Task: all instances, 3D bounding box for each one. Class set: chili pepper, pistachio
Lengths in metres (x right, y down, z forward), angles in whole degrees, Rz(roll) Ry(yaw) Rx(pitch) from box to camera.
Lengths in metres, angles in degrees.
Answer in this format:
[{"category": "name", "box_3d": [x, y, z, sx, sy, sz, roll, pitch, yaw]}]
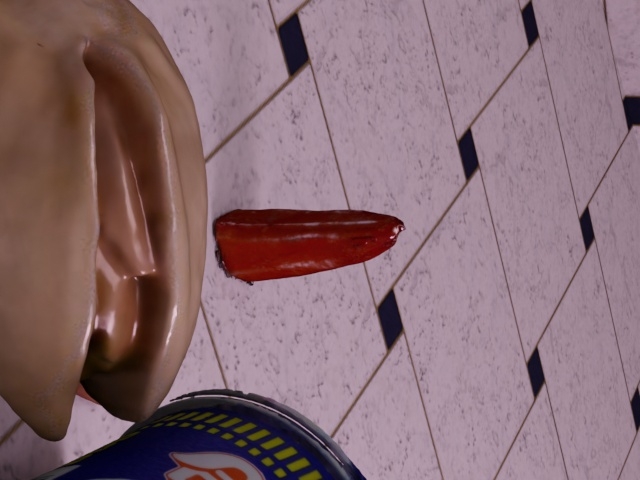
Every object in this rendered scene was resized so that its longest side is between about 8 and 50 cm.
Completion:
[{"category": "chili pepper", "box_3d": [-0.002, -0.003, 1.571, 0.088, 0.169, 0.065, 22, 66, -60]}, {"category": "pistachio", "box_3d": [-0.176, -0.029, 1.182, 0.193, 0.214, 0.318, -7, 94, -31]}]

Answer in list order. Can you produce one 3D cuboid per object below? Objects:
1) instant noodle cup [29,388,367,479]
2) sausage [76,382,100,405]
[{"category": "instant noodle cup", "box_3d": [-0.144, 0.254, 1.141, 0.312, 0.284, 0.284, -9, 93, -57]}, {"category": "sausage", "box_3d": [-0.172, 0.101, 1.347, 0.083, 0.034, 0.034, 38, 52, -59]}]
